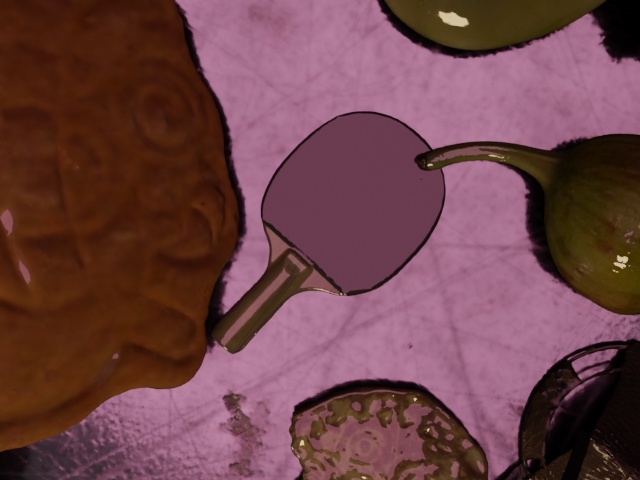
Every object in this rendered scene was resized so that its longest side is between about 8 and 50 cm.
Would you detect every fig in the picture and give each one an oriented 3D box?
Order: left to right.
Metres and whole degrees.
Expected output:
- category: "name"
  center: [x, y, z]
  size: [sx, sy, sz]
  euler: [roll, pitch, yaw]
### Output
- category: "fig"
  center: [0.202, -0.038, 1.004]
  size: [0.245, 0.149, 0.149]
  euler: [27, 94, 14]

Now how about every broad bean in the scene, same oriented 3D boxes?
- category: "broad bean"
  center: [0.167, -0.264, 0.990]
  size: [0.263, 0.121, 0.189]
  euler: [-33, 98, 18]

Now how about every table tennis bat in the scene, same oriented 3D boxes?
- category: "table tennis bat"
  center: [0.000, 0.000, 1.045]
  size: [0.138, 0.022, 0.246]
  euler: [42, 92, -2]

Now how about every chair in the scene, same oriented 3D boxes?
- category: "chair"
  center: [0.240, 0.198, 1.020]
  size: [0.174, 0.149, 0.213]
  euler: [40, 49, 0]

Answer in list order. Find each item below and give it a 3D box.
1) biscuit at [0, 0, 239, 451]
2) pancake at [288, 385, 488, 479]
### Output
- category: "biscuit"
  center: [-0.231, -0.040, 0.932]
  size: [0.365, 0.062, 0.385]
  euler: [-8, 86, -32]
- category: "pancake"
  center: [0.044, 0.239, 1.055]
  size: [0.212, 0.029, 0.235]
  euler: [32, 94, -2]
